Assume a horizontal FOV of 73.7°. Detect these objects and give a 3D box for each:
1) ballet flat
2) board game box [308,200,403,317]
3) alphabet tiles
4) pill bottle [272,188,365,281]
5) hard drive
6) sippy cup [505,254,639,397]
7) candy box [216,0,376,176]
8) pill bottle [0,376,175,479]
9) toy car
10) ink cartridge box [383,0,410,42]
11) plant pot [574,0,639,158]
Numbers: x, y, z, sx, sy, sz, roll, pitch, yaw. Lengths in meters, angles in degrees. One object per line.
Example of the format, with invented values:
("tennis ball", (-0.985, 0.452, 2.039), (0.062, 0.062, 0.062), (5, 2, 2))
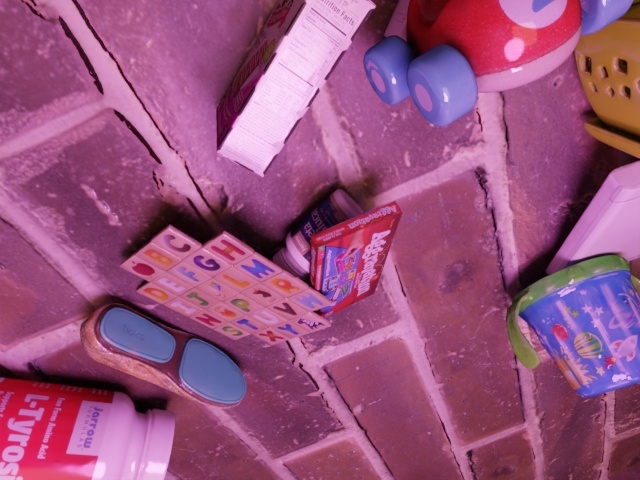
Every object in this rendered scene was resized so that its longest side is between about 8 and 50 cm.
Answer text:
("ballet flat", (-0.300, 0.233, 0.832), (0.123, 0.123, 0.348), (-40, 124, 15))
("board game box", (0.049, 0.050, 0.735), (0.145, 0.027, 0.281), (-24, 152, -17))
("alphabet tiles", (-0.157, 0.097, 0.746), (0.285, 0.011, 0.342), (-26, 130, 38))
("pill bottle", (0.000, 0.000, 0.735), (0.169, 0.094, 0.094), (-41, 123, 16))
("hard drive", (0.579, -0.039, 0.783), (0.232, 0.047, 0.353), (-18, 150, 1))
("sippy cup", (0.547, 0.182, 0.857), (0.305, 0.224, 0.240), (-27, 150, 18))
("candy box", (-0.047, -0.218, 0.535), (0.071, 0.159, 0.233), (26, 114, -28))
("pill bottle", (-0.508, 0.396, 0.815), (0.407, 0.229, 0.229), (16, 119, -23))
("toy car", (0.140, -0.281, 0.418), (0.219, 0.210, 0.238), (-32, 124, -1))
("ink cartridge box", (0.166, -0.308, 0.577), (0.115, 0.067, 0.198), (16, 118, -22))
("plant pot", (0.522, -0.234, 0.597), (0.228, 0.227, 0.207), (-19, 121, 1))
